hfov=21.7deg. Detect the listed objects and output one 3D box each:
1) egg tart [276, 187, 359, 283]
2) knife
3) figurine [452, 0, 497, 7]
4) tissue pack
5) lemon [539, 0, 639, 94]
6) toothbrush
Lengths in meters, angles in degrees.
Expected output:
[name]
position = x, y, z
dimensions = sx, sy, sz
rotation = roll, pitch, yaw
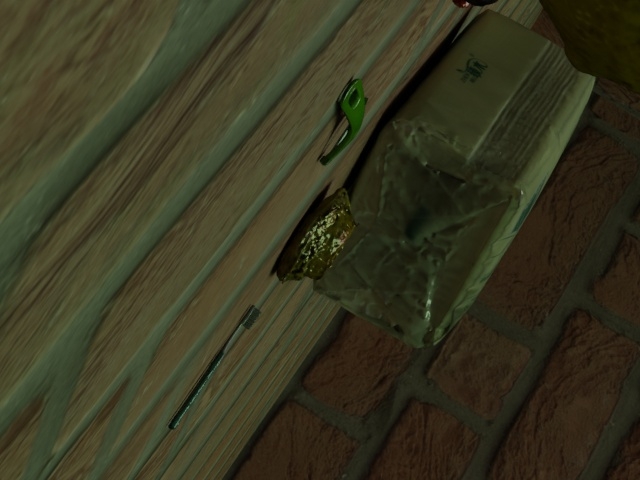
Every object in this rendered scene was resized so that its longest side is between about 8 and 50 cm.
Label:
[egg tart]
position = 0.000, 0.000, 1.826
dimensions = 0.130, 0.052, 0.130
rotation = -54, 174, -8
[knife]
position = 0.029, -0.115, 1.523
dimensions = 0.078, 0.023, 0.166
rotation = -62, 178, -11
[figurine]
position = 0.182, -0.298, 1.801
dimensions = 0.060, 0.047, 0.106
rotation = 2, -120, 52
[tissue pack]
position = 0.175, -0.084, 2.138
dimensions = 0.297, 0.207, 0.380
rotation = -63, 174, 35
[lemon]
position = 0.329, -0.298, 1.430
dimensions = 0.350, 0.350, 0.387
rotation = -57, 159, -12
[toothbrush]
position = -0.112, 0.135, 1.776
dimensions = 0.167, 0.014, 0.011
rotation = -55, -176, -25
